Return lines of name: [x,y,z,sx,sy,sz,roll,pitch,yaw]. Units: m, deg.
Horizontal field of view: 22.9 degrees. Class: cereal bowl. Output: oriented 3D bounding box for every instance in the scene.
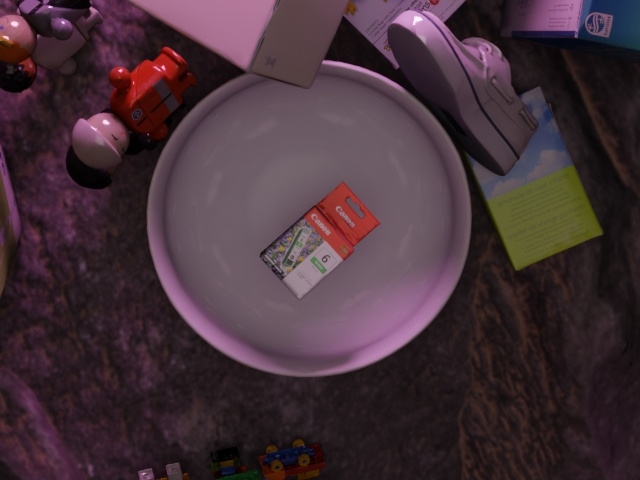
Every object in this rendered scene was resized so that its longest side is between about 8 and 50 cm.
cereal bowl: [-0.012,-0.027,1.701,0.339,0.141,0.339,0,95,0]

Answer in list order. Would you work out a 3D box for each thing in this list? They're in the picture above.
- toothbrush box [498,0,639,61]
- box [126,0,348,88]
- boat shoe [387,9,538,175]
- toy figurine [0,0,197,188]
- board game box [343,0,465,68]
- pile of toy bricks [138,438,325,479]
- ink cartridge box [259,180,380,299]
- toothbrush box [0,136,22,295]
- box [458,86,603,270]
toothbrush box: [0.363,-0.240,1.622,0.296,0.216,0.126,8,96,-16]
box: [-0.103,-0.258,1.618,0.275,0.094,0.113,36,106,41]
boat shoe: [0.151,-0.168,1.624,0.095,0.258,0.084,35,81,37]
toy figurine: [-0.248,-0.168,1.649,0.148,0.213,0.209,-45,95,-11]
board game box: [0.045,-0.340,1.652,0.275,0.142,0.144,44,120,-4]
pile of toy bricks: [-0.093,0.303,1.758,0.212,0.118,0.105,-11,128,-9]
ink cartridge box: [0.000,0.000,1.619,0.115,0.029,0.063,-42,94,3]
toothbrush box: [-0.394,-0.046,1.602,0.122,0.283,0.206,-9,112,1]
box: [0.227,-0.068,1.749,0.109,0.042,0.178,-23,94,0]
